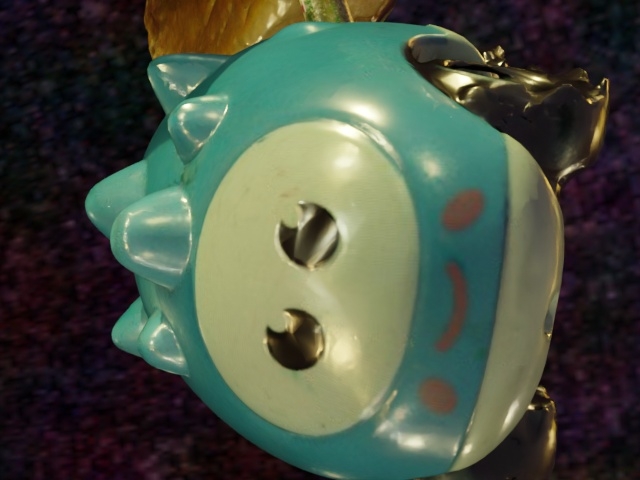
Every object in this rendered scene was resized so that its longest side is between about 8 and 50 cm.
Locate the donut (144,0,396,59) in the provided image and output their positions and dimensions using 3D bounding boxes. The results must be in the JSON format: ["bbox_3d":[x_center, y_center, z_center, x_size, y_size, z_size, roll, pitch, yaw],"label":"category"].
[{"bbox_3d":[-0.017,-0.260,1.487,0.160,0.330,0.330,9,76,-29],"label":"donut"}]

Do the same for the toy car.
[{"bbox_3d":[0.000,0.000,0.812,0.190,0.255,0.188,5,103,-16],"label":"toy car"}]

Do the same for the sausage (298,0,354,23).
[{"bbox_3d":[0.022,-0.096,1.298,0.033,0.033,0.269,-16,89,-41],"label":"sausage"}]
